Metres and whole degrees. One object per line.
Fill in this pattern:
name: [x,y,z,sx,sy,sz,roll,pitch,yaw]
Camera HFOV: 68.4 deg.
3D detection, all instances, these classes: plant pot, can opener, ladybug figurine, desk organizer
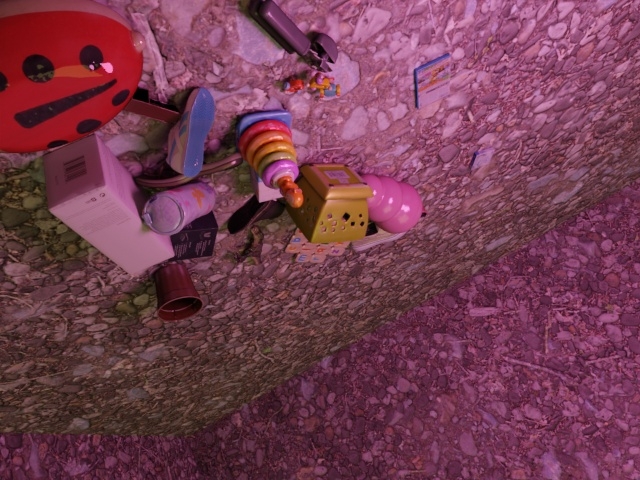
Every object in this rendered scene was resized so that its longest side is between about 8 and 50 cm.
plant pot: [-0.534,0.187,1.742,0.166,0.165,0.167,-18,148,-12]
can opener: [-0.053,-0.510,1.162,0.283,0.076,0.095,26,89,-53]
ladybug figurine: [-0.565,-0.315,0.960,0.449,0.162,0.305,-26,149,0]
desk organizer: [-0.410,-0.331,1.150,0.130,0.047,0.050,8,155,-44]
plant pot: [0.036,-0.140,1.617,0.228,0.227,0.207,-6,130,-30]

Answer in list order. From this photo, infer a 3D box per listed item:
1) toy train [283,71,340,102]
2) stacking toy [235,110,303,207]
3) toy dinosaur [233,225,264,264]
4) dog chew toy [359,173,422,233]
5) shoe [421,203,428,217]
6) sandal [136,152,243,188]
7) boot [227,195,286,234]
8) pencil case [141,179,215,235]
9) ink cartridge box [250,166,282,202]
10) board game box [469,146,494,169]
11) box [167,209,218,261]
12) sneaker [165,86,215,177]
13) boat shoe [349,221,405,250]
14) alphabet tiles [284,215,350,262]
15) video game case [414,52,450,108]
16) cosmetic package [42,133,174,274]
toy train: [-0.020,-0.431,1.306,0.125,0.046,0.166,-4,178,41]
stacking toy: [-0.120,-0.206,1.321,0.165,0.302,0.175,-14,148,-20]
toy dinosaur: [-0.274,0.050,1.837,0.118,0.064,0.268,-22,153,-20]
dog chew toy: [0.239,-0.151,1.791,0.331,0.207,0.206,21,126,-41]
shoe: [0.392,-0.143,2.018,0.178,0.081,0.063,8,135,-44]
sandal: [-0.371,-0.213,1.333,0.302,0.086,0.120,-16,-166,0]
boot: [-0.220,-0.079,1.671,0.198,0.077,0.137,-36,153,18]
pencil case: [-0.393,-0.097,1.336,0.124,0.114,0.273,-29,-170,14]
ink cartridge box: [-0.170,-0.196,1.505,0.089,0.092,0.143,-15,147,-17]
board game box: [0.680,-0.346,1.987,0.090,0.020,0.090,-18,148,-13]
box: [-0.437,-0.018,1.574,0.158,0.093,0.156,-7,144,-28]
sneaker: [-0.343,-0.285,1.218,0.087,0.092,0.229,-3,115,-60]
boat shoe: [0.260,-0.045,2.048,0.302,0.109,0.094,-26,148,5]
alphabet tiles: [0.000,0.000,1.976,0.277,0.021,0.284,4,139,-28]
video game case: [0.359,-0.506,1.508,0.119,0.015,0.166,-25,150,0]
cosmetic package: [-0.561,-0.083,1.286,0.155,0.197,0.366,-24,148,-3]
